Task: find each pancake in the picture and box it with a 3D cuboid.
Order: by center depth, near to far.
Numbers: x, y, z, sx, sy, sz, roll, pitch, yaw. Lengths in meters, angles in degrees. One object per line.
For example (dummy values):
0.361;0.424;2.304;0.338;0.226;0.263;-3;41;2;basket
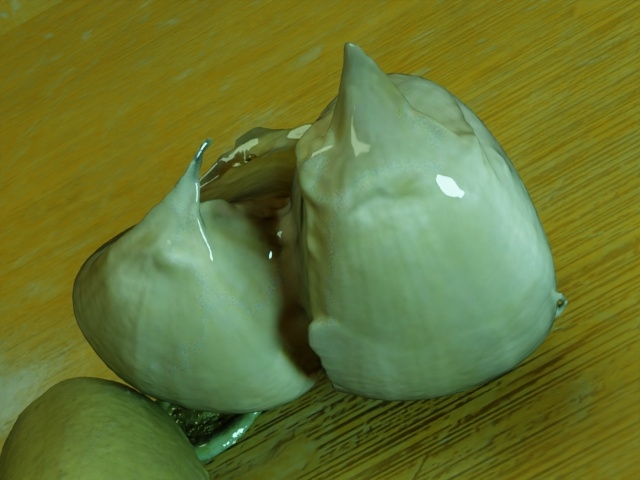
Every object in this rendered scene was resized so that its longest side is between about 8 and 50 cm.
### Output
-0.082;0.119;0.802;0.108;0.017;0.108;-19;30;12;pancake

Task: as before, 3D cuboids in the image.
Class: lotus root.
-0.120;0.169;0.631;0.130;0.146;0.303;-37;24;2;lotus root

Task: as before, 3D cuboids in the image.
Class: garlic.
0.000;0.000;0.674;0.286;0.250;0.313;12;12;-2;garlic
